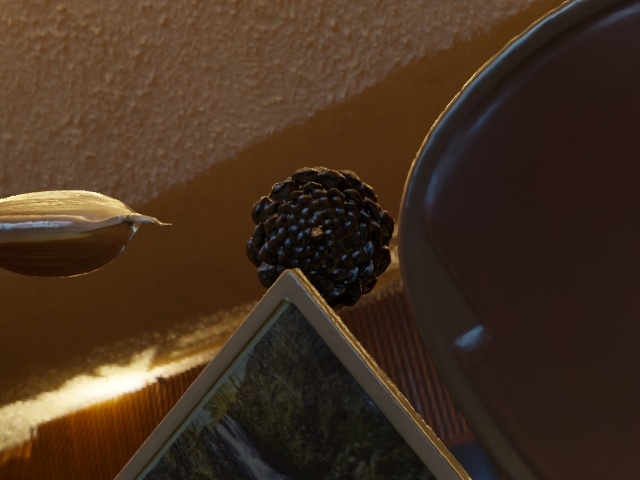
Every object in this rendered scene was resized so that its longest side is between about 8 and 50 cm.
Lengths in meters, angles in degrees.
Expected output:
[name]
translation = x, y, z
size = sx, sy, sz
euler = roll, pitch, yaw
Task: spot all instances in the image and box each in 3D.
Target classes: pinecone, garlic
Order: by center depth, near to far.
[pinecone]
translation = 0.001, -0.001, 0.831
size = 0.140, 0.121, 0.140
euler = 1, -80, 8
[garlic]
translation = -0.278, -0.014, 1.023
size = 0.266, 0.148, 0.129
euler = -10, -62, 10

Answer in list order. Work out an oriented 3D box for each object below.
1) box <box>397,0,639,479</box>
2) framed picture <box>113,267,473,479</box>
[box]
translation = 0.210, 0.014, 0.497
size = 0.300, 0.301, 0.216
euler = -17, -6, 18
[framed picture]
translation = -0.048, 0.217, 0.729
size = 0.324, 0.240, 0.020
euler = -49, -26, 22
